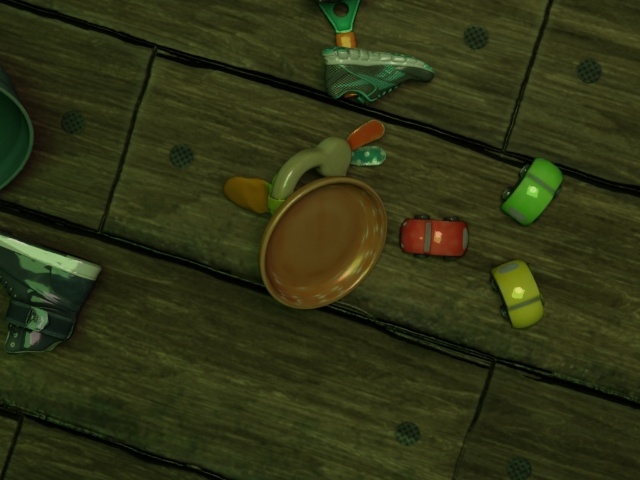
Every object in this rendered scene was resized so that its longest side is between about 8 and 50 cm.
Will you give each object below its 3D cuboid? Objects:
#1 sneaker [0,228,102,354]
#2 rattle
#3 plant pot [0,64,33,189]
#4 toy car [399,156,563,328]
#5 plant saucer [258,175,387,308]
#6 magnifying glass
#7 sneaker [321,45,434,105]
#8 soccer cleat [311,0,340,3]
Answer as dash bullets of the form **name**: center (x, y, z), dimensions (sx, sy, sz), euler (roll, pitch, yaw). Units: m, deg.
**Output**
- **sneaker**: center (-0.445, 0.072, 1.250), dimensions (0.226, 0.086, 0.163), euler (21, 89, 1)
- **rattle**: center (-0.017, -0.104, 1.257), dimensions (0.130, 0.143, 0.199), euler (44, 75, -30)
- **plant pot**: center (-0.554, -0.192, 1.175), dimensions (0.293, 0.293, 0.196), euler (-26, 63, 3)
- **toy car**: center (0.259, -0.020, 1.233), dimensions (0.239, 0.053, 0.225), euler (36, 92, 1)
- **plant saucer**: center (0.000, 0.000, 1.204), dimensions (0.200, 0.037, 0.199), euler (-17, 125, -26)
- **magnifying glass**: center (0.030, -0.318, 1.253), dimensions (0.092, 0.026, 0.230), euler (-9, 91, 3)
- **sneaker**: center (0.077, -0.225, 1.226), dimensions (0.167, 0.065, 0.076), euler (2, 107, -18)
- **soccer cleat**: center (-0.034, -0.442, 1.222), dimensions (0.121, 0.093, 0.289), euler (-34, 73, -25)
